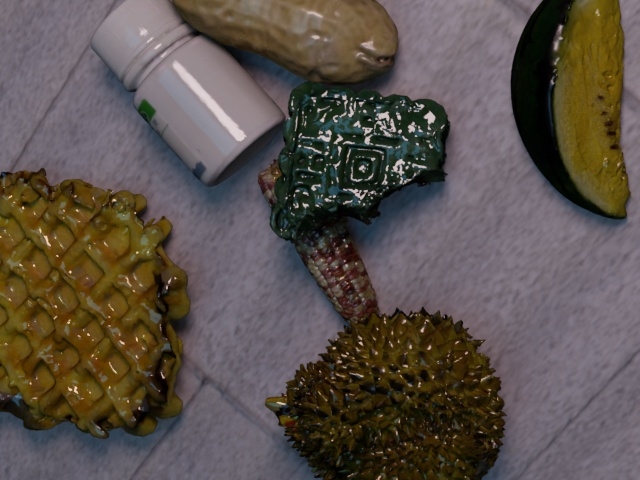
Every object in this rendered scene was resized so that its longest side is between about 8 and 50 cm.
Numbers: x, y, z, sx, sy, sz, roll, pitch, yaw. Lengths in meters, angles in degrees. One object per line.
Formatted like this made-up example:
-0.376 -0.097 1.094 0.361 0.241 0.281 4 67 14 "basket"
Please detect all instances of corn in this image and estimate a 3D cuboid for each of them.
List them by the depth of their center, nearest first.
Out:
0.000 0.000 1.540 0.080 0.079 0.237 -24 97 23 "corn"

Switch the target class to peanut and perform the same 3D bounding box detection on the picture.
-0.044 -0.272 1.453 0.290 0.130 0.130 25 111 6 "peanut"

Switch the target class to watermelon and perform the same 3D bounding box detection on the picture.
0.291 -0.166 1.396 0.129 0.123 0.301 -7 103 -12 "watermelon"

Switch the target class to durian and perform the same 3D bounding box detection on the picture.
0.087 0.213 1.485 0.293 0.258 0.258 -29 93 26 "durian"

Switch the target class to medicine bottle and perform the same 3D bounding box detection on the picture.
-0.168 -0.193 1.511 0.237 0.139 0.139 46 114 2 "medicine bottle"

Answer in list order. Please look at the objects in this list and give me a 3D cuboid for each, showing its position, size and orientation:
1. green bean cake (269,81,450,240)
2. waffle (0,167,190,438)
0.049 -0.085 1.441 0.208 0.107 0.193 7 86 1 "green bean cake"
-0.351 0.089 1.676 0.382 0.095 0.379 9 106 20 "waffle"
